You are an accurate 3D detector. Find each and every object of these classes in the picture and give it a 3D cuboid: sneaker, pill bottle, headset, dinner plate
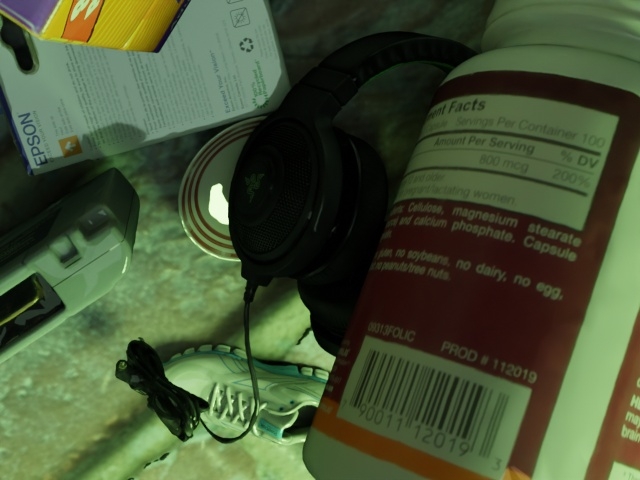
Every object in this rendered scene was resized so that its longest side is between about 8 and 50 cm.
[{"bbox_3d":[-0.059,0.148,0.799,0.190,0.083,0.071,9,108,-13],"label":"sneaker"},{"bbox_3d":[0.154,0.009,0.604,0.224,0.224,0.392,24,81,-19],"label":"pill bottle"},{"bbox_3d":[0.000,0.000,0.740,0.394,0.185,0.243,-49,127,-11],"label":"headset"},{"bbox_3d":[-0.055,-0.044,0.750,0.141,0.017,0.141,-16,130,-20],"label":"dinner plate"}]

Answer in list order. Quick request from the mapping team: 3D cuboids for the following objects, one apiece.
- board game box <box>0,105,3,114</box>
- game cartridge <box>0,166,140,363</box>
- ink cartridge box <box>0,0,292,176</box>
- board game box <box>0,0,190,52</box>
[{"bbox_3d":[-0.287,-0.132,0.686,0.090,0.020,0.090,-28,111,-1],"label":"board game box"},{"bbox_3d":[-0.265,0.056,0.659,0.297,0.198,0.062,-33,104,1],"label":"game cartridge"},{"bbox_3d":[-0.153,-0.183,0.683,0.224,0.045,0.223,-16,111,-5],"label":"ink cartridge box"},{"bbox_3d":[-0.155,-0.340,0.426,0.356,0.356,0.356,33,98,-9],"label":"board game box"}]
